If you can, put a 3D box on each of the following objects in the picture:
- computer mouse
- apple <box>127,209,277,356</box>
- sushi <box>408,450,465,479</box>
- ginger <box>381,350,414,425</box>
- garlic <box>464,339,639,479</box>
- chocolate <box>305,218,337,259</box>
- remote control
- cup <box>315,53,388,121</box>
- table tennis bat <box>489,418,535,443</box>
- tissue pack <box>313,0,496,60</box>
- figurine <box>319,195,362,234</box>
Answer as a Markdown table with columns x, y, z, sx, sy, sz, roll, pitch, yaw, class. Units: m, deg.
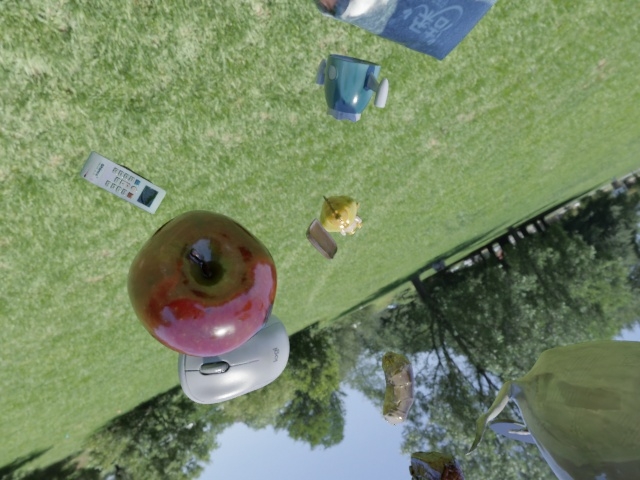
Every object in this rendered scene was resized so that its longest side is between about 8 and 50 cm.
| x | y | z | sx | sy | sz | roll | pitch | yaw | class |
| --- | --- | --- | --- | --- | --- | --- | --- | --- | --- |
| -0.180 | 0.272 | 1.040 | 0.121 | 0.184 | 0.296 | 3 | -179 | 40 | computer mouse |
| -0.180 | 0.075 | 0.695 | 0.229 | 0.230 | 0.230 | -26 | 170 | -5 | apple |
| 0.149 | 0.300 | 0.568 | 0.052 | 0.055 | 0.120 | -3 | 161 | -13 | sushi |
| 0.188 | 0.357 | 1.080 | 0.095 | 0.190 | 0.069 | -9 | -171 | -23 | ginger |
| 0.335 | 0.249 | 0.456 | 0.246 | 0.339 | 0.232 | -46 | 150 | -34 | garlic |
| 0.000 | 0.000 | 1.080 | 0.031 | 0.101 | 0.065 | -22 | -150 | 39 | chocolate |
| -0.419 | -0.125 | 0.951 | 0.065 | 0.166 | 0.029 | -57 | -157 | 6 | remote control |
| 0.084 | -0.459 | 1.350 | 0.167 | 0.299 | 0.173 | -12 | 126 | -40 | cup |
| 0.517 | 0.465 | 1.090 | 0.274 | 0.154 | 0.021 | 96 | 14 | -62 | table tennis bat |
| 0.149 | -0.338 | 0.419 | 0.227 | 0.103 | 0.316 | -5 | 147 | -46 | tissue pack |
| 0.075 | -0.082 | 1.517 | 0.156 | 0.131 | 0.246 | -39 | 155 | 6 | figurine |
